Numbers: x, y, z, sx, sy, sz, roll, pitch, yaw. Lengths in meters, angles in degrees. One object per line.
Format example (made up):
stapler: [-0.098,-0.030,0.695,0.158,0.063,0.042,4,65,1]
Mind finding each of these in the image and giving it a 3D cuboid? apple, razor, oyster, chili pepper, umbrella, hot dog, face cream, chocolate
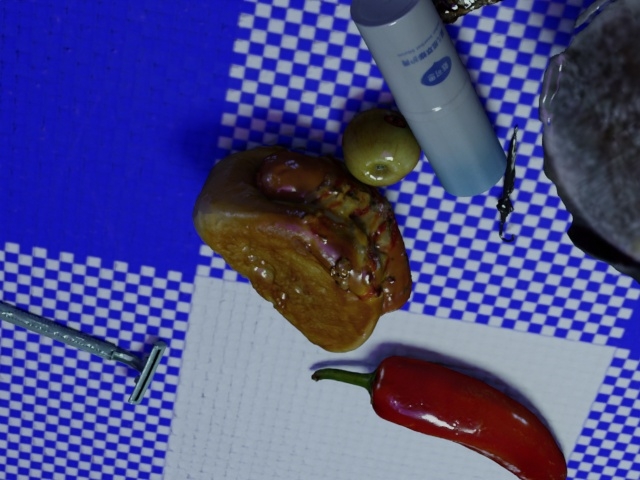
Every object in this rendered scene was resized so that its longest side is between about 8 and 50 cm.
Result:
apple: [0.062,-0.095,1.572,0.084,0.071,0.084,4,131,4]
razor: [-0.294,0.118,1.817,0.211,0.036,0.084,24,105,-8]
oyster: [0.122,-0.239,1.470,0.086,0.029,0.132,36,130,-25]
chili pepper: [0.173,0.225,1.831,0.368,0.092,0.137,30,138,-17]
umbrella: [0.199,-0.059,1.629,0.022,0.022,0.149,14,128,24]
hot dog: [0.000,0.000,1.615,0.153,0.150,0.256,-24,125,34]
face cream: [0.110,-0.148,1.497,0.077,0.077,0.250,-16,137,18]
chocolate: [0.380,-0.115,1.435,0.303,0.213,0.303,11,108,35]
